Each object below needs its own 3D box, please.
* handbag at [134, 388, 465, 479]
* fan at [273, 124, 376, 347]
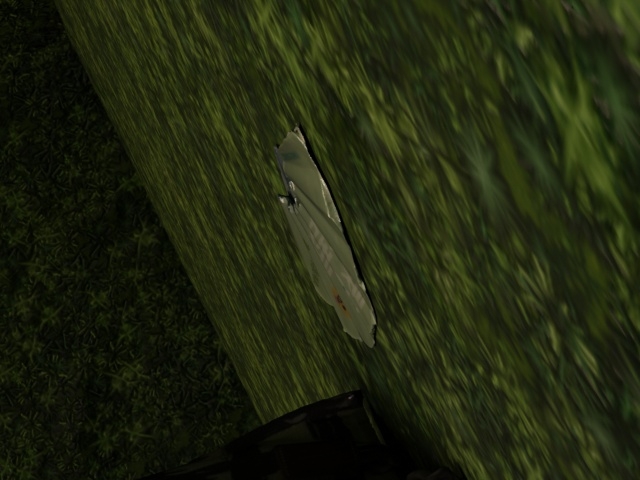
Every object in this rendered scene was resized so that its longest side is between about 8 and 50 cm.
[{"bbox_3d":[-0.074,0.223,0.976,0.163,0.327,0.325,64,174,-11],"label":"handbag"},{"bbox_3d":[0.000,0.000,0.947,0.131,0.009,0.240,60,172,18],"label":"fan"}]
